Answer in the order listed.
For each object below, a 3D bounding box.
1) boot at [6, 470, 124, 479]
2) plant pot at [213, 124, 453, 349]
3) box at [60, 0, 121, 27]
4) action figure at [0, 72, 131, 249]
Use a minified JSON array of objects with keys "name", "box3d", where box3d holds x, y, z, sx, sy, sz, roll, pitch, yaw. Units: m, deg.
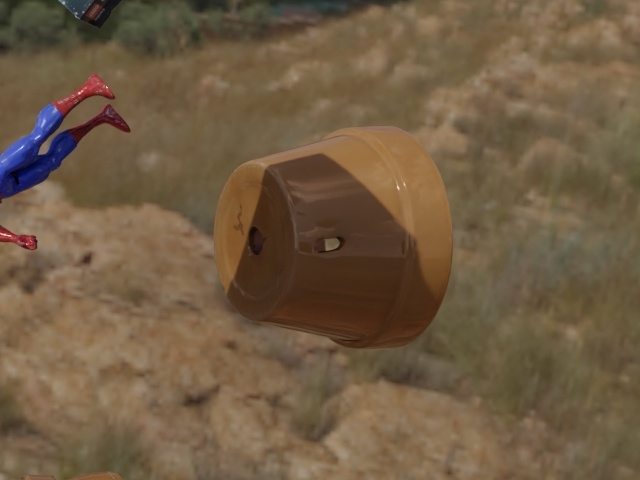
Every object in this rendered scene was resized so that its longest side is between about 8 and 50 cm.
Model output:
[{"name":"boot","box3d":[-0.239,0.251,0.912,0.220,0.283,0.109,-7,37,-30]},{"name":"plant pot","box3d":[0.000,0.000,1.848,0.203,0.291,0.291,-3,20,-34]},{"name":"box","box3d":[-0.196,-0.337,1.354,0.159,0.233,0.044,42,10,15]},{"name":"action figure","box3d":[-0.319,-0.052,1.581,0.280,0.091,0.139,-35,53,-12]}]
